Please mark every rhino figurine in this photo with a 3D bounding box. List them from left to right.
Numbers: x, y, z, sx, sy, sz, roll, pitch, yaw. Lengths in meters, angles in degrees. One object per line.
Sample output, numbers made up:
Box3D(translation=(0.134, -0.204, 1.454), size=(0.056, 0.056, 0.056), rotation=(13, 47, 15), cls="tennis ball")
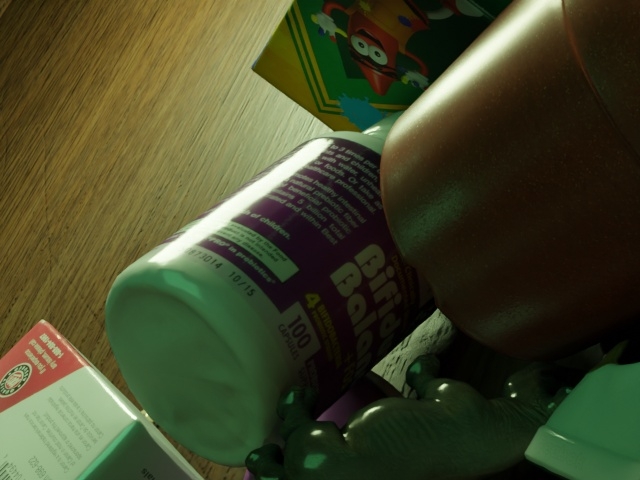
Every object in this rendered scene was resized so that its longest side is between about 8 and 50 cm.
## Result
Box3D(translation=(0.078, 0.124, 0.907), size=(0.243, 0.073, 0.106), rotation=(-14, 23, -13), cls="rhino figurine")

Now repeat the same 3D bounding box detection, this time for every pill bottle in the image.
Box3D(translation=(-0.002, 0.021, 1.059), size=(0.169, 0.169, 0.301), rotation=(-12, 21, 49), cls="pill bottle")

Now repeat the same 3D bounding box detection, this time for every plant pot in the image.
Box3D(translation=(0.193, -0.065, 0.875), size=(0.265, 0.272, 0.272), rotation=(-39, 26, 43), cls="plant pot")

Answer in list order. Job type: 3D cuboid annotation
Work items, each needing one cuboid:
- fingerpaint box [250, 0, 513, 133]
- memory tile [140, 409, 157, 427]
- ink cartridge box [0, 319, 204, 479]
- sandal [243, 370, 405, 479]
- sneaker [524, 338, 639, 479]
Box3D(translation=(0.153, -0.322, 1.207), size=(0.445, 0.163, 0.371), rotation=(-55, 4, -16), cls="fingerpaint box")
Box3D(translation=(-0.210, 0.227, 1.335), size=(0.148, 0.012, 0.113), rotation=(-36, 30, 22), cls="memory tile")
Box3D(translation=(-0.279, 0.283, 1.142), size=(0.384, 0.160, 0.279), rotation=(-45, 29, -9), cls="ink cartridge box")
Box3D(translation=(-0.004, 0.208, 0.960), size=(0.169, 0.102, 0.416), rotation=(-39, 28, 18), cls="sandal")
Box3D(translation=(0.223, 0.110, 0.750), size=(0.123, 0.106, 0.290), rotation=(-55, 26, -8), cls="sneaker")
